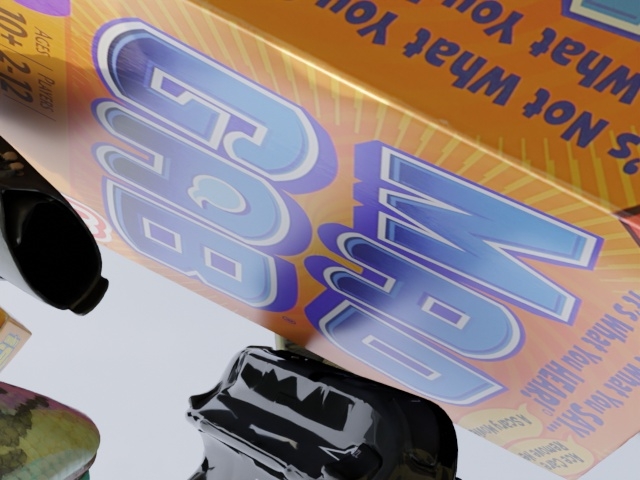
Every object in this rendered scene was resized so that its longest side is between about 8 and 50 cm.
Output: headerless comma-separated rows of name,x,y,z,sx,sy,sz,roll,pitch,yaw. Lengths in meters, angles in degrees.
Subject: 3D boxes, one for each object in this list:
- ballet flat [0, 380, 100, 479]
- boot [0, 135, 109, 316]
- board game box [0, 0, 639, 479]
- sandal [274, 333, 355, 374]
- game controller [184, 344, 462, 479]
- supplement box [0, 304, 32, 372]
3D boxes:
ballet flat,-0.153,0.063,0.432,0.221,0.079,0.077,-24,-165,-32
boot,-0.176,-0.052,0.821,0.077,0.198,0.137,-50,-150,-11
board game box,0.078,-0.148,0.889,0.356,0.356,0.356,27,-109,2
sandal,0.001,-0.001,1.478,0.120,0.086,0.303,11,-124,-26
game controller,-0.016,0.143,0.907,0.067,0.319,0.166,9,-90,-17
supplement box,-0.335,0.020,1.418,0.233,0.078,0.080,42,-95,12
